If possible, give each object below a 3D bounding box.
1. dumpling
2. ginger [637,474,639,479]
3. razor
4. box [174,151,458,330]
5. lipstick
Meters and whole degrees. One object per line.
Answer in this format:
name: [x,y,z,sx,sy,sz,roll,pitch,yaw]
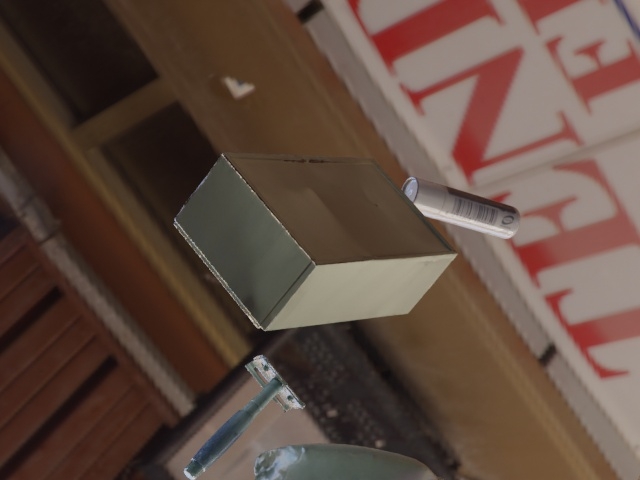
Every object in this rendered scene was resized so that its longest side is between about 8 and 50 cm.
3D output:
dumpling: [0.029,0.293,1.467,0.217,0.105,0.149,2,-88,-6]
ginger: [0.348,0.236,0.983,0.065,0.259,0.149,-52,-29,-13]
razor: [-0.082,0.178,1.306,0.135,0.040,0.068,-43,-81,-29]
box: [0.000,0.000,1.178,0.129,0.086,0.225,50,-154,23]
lipstick: [0.158,-0.036,1.526,0.141,0.040,0.040,15,-112,-24]
